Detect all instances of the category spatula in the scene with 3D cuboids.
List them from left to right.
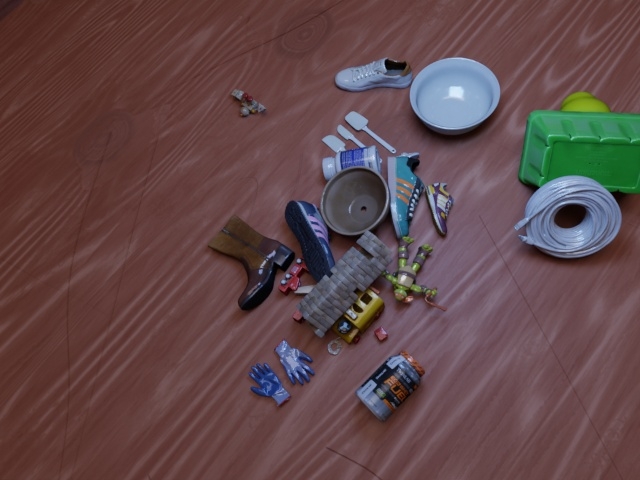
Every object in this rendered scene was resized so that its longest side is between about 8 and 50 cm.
[{"bbox_3d":[0.144,-0.351,1.892,0.168,0.019,0.242,-43,67,-10],"label":"spatula"}]

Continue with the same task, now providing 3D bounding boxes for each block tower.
[{"bbox_3d":[0.071,0.129,1.575,0.335,0.097,0.091,-49,28,1],"label":"block tower"}]

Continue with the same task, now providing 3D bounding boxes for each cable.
[{"bbox_3d":[0.745,-0.065,1.564,0.257,0.089,0.257,31,120,-4],"label":"cable"}]

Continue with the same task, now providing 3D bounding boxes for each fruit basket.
[{"bbox_3d":[0.836,-0.311,1.673,0.393,0.282,0.392,0,25,0],"label":"fruit basket"}]

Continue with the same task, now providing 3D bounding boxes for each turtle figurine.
[{"bbox_3d":[0.282,0.109,1.642,0.270,0.087,0.217,19,67,9],"label":"turtle figurine"}]

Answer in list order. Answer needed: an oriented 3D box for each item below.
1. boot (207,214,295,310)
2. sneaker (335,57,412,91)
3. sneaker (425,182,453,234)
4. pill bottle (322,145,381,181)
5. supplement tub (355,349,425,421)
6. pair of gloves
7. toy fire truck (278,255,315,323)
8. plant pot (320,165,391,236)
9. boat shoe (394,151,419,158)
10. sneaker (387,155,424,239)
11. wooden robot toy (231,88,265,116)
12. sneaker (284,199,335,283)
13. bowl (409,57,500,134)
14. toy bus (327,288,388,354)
[{"bbox_3d":[-0.269,0.068,1.745,0.281,0.096,0.264,29,75,20],"label":"boot"},{"bbox_3d":[0.193,-0.631,1.945,0.291,0.123,0.105,-1,70,10],"label":"sneaker"},{"bbox_3d":[0.403,-0.108,1.721,0.084,0.069,0.185,-13,68,4],"label":"sneaker"},{"bbox_3d":[0.107,-0.258,1.804,0.187,0.112,0.111,-7,67,15],"label":"pill bottle"},{"bbox_3d":[0.203,0.415,1.510,0.190,0.117,0.117,-44,68,-9],"label":"supplement tub"},{"bbox_3d":[-0.123,0.411,1.619,0.198,0.023,0.159,-43,66,-10],"label":"pair of gloves"},{"bbox_3d":[-0.060,0.156,1.699,0.135,0.047,0.192,32,75,19],"label":"toy fire truck"},{"bbox_3d":[0.128,-0.119,1.733,0.238,0.110,0.237,-7,73,24],"label":"plant pot"},{"bbox_3d":[0.295,-0.293,1.835,0.100,0.035,0.035,-21,69,8],"label":"boat shoe"},{"bbox_3d":[0.287,-0.149,1.736,0.121,0.108,0.301,-3,69,7],"label":"sneaker"},{"bbox_3d":[-0.290,-0.517,2.008,0.173,0.076,0.079,36,88,21],"label":"wooden robot toy"},{"bbox_3d":[0.000,0.000,1.711,0.112,0.131,0.318,-44,59,39],"label":"sneaker"},{"bbox_3d":[0.462,-0.478,1.829,0.298,0.134,0.297,-3,68,8],"label":"bowl"},{"bbox_3d":[0.104,0.234,1.609,0.191,0.104,0.202,-7,66,7],"label":"toy bus"}]
